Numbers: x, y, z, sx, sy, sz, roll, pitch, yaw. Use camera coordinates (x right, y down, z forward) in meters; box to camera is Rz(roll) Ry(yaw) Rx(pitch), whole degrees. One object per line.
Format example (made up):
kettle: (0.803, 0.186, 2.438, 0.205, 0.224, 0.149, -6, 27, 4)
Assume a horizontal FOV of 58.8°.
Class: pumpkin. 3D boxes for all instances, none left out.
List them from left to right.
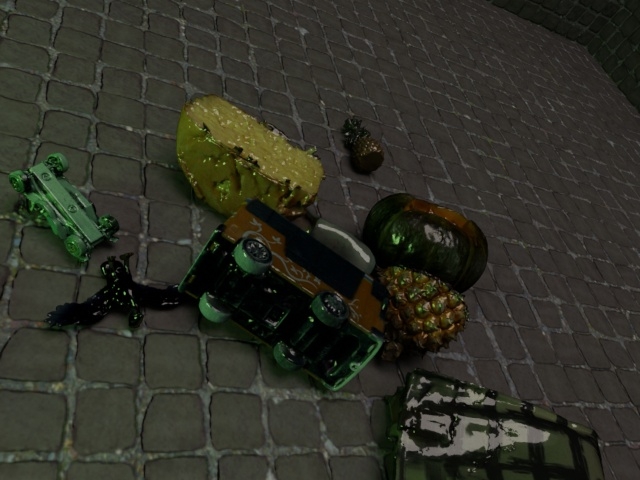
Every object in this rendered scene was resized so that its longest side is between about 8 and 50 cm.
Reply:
pumpkin: (0.188, 0.012, 1.044, 0.238, 0.159, 0.238, 19, 22, -8)

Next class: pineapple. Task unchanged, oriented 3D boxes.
pineapple: (0.093, -0.223, 1.285, 0.074, 0.074, 0.159, 10, 39, -27)
pineapple: (0.136, 0.136, 0.919, 0.176, 0.161, 0.136, 24, 67, 25)

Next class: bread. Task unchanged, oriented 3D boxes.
bread: (-0.132, -0.123, 0.977, 0.261, 0.147, 0.160, 29, 33, -8)

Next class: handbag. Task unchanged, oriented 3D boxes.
handbag: (0.234, 0.359, 0.765, 0.327, 0.162, 0.325, 22, 38, -4)

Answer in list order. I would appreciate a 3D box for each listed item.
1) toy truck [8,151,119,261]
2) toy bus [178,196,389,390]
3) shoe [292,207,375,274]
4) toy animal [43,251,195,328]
toy truck: (-0.363, -0.040, 0.798, 0.154, 0.078, 0.080, 52, 40, -8)
toy bus: (-0.042, 0.075, 0.836, 0.275, 0.138, 0.167, 35, 29, -4)
shoe: (0.000, 0.000, 0.957, 0.195, 0.079, 0.078, 36, -3, 32)
toy animal: (-0.266, 0.069, 0.772, 0.220, 0.062, 0.107, -13, 78, -43)
